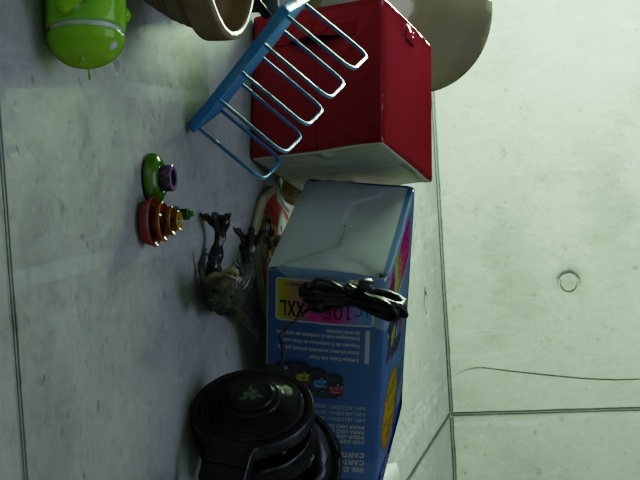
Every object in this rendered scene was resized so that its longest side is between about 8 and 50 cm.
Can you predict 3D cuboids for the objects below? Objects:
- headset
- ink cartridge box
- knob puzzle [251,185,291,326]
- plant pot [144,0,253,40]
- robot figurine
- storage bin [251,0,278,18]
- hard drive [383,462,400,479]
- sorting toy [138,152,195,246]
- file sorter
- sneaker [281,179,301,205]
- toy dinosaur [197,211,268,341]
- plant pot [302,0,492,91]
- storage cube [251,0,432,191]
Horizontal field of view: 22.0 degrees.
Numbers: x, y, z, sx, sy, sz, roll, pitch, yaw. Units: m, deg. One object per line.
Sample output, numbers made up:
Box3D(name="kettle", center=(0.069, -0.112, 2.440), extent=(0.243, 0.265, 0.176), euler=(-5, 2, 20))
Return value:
Box3D(name="headset", center=(-0.030, 0.222, 1.779), extent=(0.243, 0.185, 0.394), euler=(66, 35, -61))
Box3D(name="ink cartridge box", center=(0.024, 0.155, 2.077), extent=(0.270, 0.151, 0.395), euler=(-68, 163, -62))
Box3D(name="knob puzzle", center=(-0.054, 0.021, 2.109), extent=(0.213, 0.030, 0.213), euler=(-2, 90, -79))
Box3D(name="plant pot", center=(-0.139, -0.305, 1.556), extent=(0.237, 0.110, 0.237), euler=(-2, 90, -78))
Box3D(name="robot figurine", center=(-0.193, -0.193, 1.359), extent=(0.101, 0.067, 0.115), euler=(63, 26, -78))
Box3D(name="storage bin", center=(-0.104, -0.297, 1.779), extent=(0.135, 0.091, 0.098), euler=(46, 43, -75))
Box3D(name="hard drive", center=(0.093, 0.491, 2.703), extent=(0.319, 0.040, 0.210), euler=(-1, 88, -79))
Box3D(name="sorting toy", center=(-0.149, -0.038, 1.611), extent=(0.061, 0.042, 0.102), euler=(70, 20, -56))
Box3D(name="file sorter", center=(-0.044, -0.165, 1.793), extent=(0.170, 0.104, 0.118), euler=(-49, -179, 18))
Box3D(name="sneaker", center=(-0.038, -0.087, 2.209), extent=(0.037, 0.032, 0.083), euler=(-77, 161, -53))
Box3D(name="toy dinosaur", center=(-0.098, 0.036, 1.826), extent=(0.268, 0.064, 0.118), euler=(58, 34, -77))
Box3D(name="plant pot", center=(0.088, -0.346, 2.458), extent=(0.274, 0.256, 0.256), euler=(-11, 98, -62))
Box3D(name="storage cube", center=(0.032, -0.178, 2.119), extent=(0.215, 0.184, 0.193), euler=(34, 54, -62))
